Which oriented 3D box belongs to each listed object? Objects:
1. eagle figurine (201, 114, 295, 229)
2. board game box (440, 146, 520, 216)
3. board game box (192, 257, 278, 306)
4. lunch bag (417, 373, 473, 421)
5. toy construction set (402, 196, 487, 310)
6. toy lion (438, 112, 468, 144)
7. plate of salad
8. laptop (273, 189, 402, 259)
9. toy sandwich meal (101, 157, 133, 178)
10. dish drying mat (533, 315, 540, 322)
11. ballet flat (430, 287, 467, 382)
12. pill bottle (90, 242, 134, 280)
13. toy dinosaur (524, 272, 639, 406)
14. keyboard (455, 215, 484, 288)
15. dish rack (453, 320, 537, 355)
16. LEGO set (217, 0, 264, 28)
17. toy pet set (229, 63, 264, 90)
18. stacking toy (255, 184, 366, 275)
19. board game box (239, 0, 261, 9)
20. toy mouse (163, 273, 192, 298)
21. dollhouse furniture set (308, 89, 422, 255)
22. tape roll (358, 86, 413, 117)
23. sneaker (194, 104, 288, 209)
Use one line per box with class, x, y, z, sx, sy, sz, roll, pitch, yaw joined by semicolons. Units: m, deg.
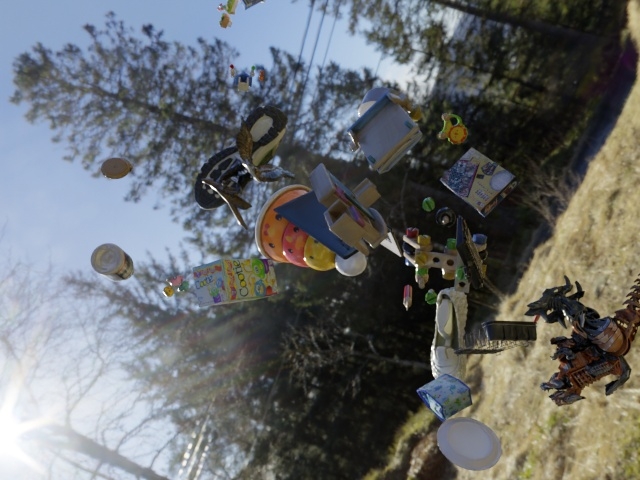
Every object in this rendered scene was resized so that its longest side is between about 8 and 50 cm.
eagle figurine;-0.215;-0.222;1.583;0.298;0.225;0.226;-53;-27;-37
board game box;0.552;-0.209;1.863;0.165;0.042;0.243;-45;40;9
board game box;-0.300;0.148;1.907;0.275;0.144;0.142;1;-105;-56
lunch bag;0.425;0.530;1.832;0.151;0.128;0.096;35;144;58
toy construction set;0.338;0.084;1.534;0.309;0.257;0.237;-61;0;23
toy lion;0.464;-0.385;1.844;0.034;0.096;0.100;-82;-2;-70
plate of salad;0.469;0.646;1.685;0.200;0.199;0.048;-63;-21;-55
laptop;0.083;-0.030;2.144;0.236;0.382;0.408;-50;-30;-9
toy sandwich meal;-0.577;-0.201;1.504;0.029;0.085;0.086;112;180;-56
dish drying mat;0.788;0.261;1.911;0.032;0.008;0.083;-15;-49;-34
ballet flat;0.479;0.377;2.036;0.147;0.146;0.409;84;-170;-77
pill bottle;-0.695;0.081;1.797;0.180;0.107;0.108;108;-177;-74
toy dinosaur;0.577;0.196;1.128;0.322;0.218;0.164;-41;-42;-3
keyboard;0.315;0.038;1.113;0.180;0.023;0.108;51;-138;-46
dish rack;0.605;0.351;1.871;0.271;0.208;0.074;130;141;-59
LEGO set;-0.338;-0.926;2.035;0.107;0.287;0.132;-17;-84;-44
toy pet set;-0.270;-0.608;1.942;0.114;0.122;0.065;104;166;-51
stacking toy;0.000;0.000;2.138;0.350;0.479;0.351;-24;-53;-37
board game box;-0.158;-0.745;1.464;0.201;0.136;0.035;-32;3;-9
toy mouse;-0.599;0.190;2.259;0.143;0.031;0.161;-30;-27;-16
dollhouse furniture set;0.163;-0.143;1.199;0.303;0.198;0.286;-44;31;15
tape roll;0.268;-0.516;2.148;0.219;0.219;0.072;95;-161;-68
sneaker;-0.246;-0.248;1.776;0.410;0.158;0.182;-49;-17;-8
